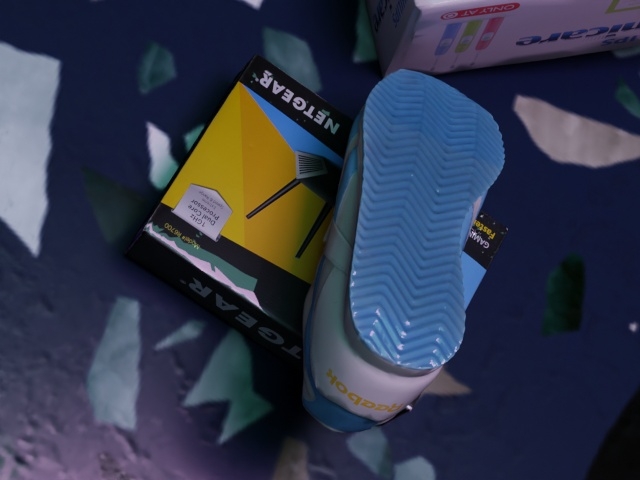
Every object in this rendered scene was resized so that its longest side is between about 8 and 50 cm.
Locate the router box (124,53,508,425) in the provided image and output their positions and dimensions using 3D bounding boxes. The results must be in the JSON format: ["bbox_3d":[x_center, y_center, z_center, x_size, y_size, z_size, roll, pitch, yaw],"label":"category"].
[{"bbox_3d":[0.000,0.000,1.114,0.179,0.046,0.133,34,63,-8],"label":"router box"}]

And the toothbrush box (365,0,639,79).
[{"bbox_3d":[0.116,-0.257,1.190,0.206,0.122,0.283,-8,76,-10],"label":"toothbrush box"}]

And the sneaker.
[{"bbox_3d":[0.036,-0.002,1.058,0.087,0.092,0.228,27,45,-9],"label":"sneaker"}]
